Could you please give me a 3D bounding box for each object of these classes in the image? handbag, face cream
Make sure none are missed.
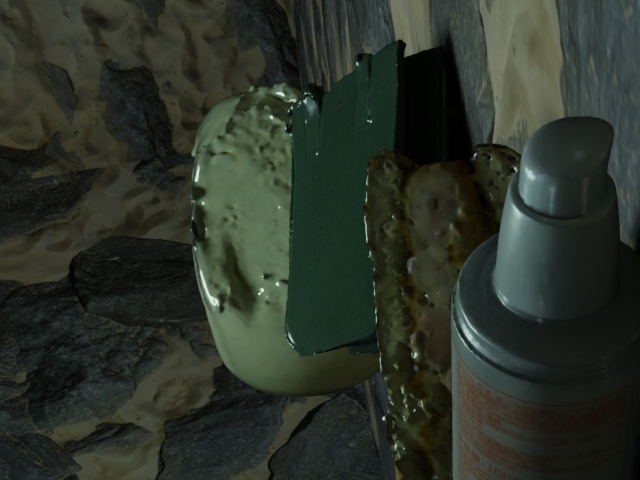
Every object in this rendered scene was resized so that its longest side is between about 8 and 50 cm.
[{"bbox_3d":[0.039,-0.030,1.185,0.247,0.079,0.260,156,115,-68],"label":"handbag"},{"bbox_3d":[0.113,0.046,0.650,0.101,0.101,0.251,-102,4,-45],"label":"face cream"}]

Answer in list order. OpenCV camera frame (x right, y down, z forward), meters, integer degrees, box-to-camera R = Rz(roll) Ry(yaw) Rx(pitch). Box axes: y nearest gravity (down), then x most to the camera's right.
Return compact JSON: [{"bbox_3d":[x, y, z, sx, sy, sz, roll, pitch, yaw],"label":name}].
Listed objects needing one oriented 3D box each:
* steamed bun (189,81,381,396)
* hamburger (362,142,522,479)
[{"bbox_3d":[0.000,0.000,1.467,0.312,0.233,0.333,10,-106,-82],"label":"steamed bun"},{"bbox_3d":[0.106,0.067,0.847,0.131,0.124,0.261,-25,-69,-73],"label":"hamburger"}]
